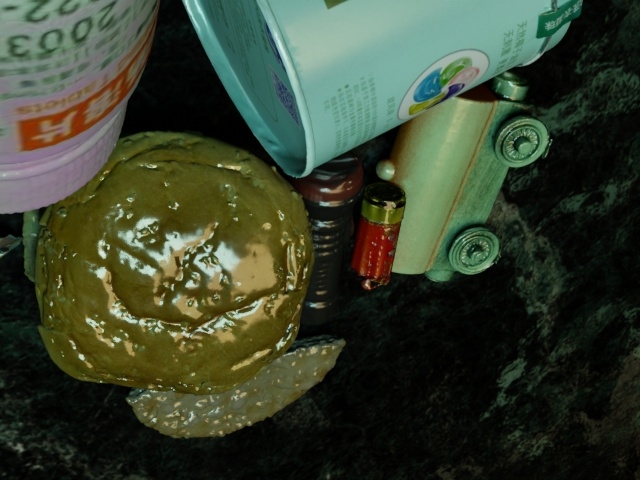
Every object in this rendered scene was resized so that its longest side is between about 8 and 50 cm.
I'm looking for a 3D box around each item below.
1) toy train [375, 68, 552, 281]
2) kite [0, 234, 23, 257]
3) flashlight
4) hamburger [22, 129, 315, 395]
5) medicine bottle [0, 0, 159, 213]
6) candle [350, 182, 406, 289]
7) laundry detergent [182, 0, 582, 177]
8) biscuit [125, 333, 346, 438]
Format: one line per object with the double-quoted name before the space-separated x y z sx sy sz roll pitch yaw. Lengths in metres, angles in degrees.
"toy train" 0.146 -0.075 1.264 0.177 0.116 0.285 5 123 -22
"kite" -0.402 0.071 0.961 0.406 0.014 0.368 -36 -179 45
"flashlight" 0.000 0.000 1.236 0.093 0.093 0.232 -17 136 -21
"hamburger" -0.150 0.026 1.060 0.285 0.134 0.265 3 117 -14
"medicine bottle" -0.210 -0.169 0.676 0.219 0.219 0.388 -19 166 -20
"candle" 0.065 0.001 1.232 0.052 0.052 0.130 -8 122 -28
"laundry detergent" 0.052 -0.246 0.918 0.305 0.287 0.287 -28 136 -11
"biscuit" -0.111 0.192 1.359 0.290 0.038 0.141 -8 130 -26
